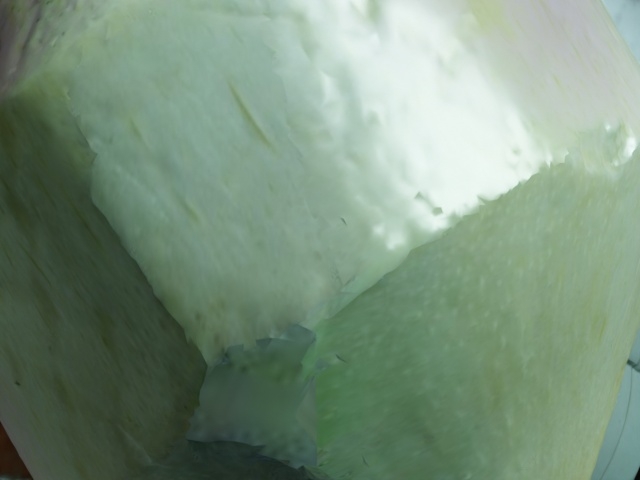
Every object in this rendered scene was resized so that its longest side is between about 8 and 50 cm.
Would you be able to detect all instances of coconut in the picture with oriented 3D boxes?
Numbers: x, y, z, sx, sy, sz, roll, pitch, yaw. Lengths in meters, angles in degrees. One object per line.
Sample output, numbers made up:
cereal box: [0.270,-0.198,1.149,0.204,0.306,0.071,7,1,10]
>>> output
coconut: [0.000,0.000,0.482,0.259,0.259,0.259,-6,102,-29]

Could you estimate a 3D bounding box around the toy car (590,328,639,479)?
toy car: [0.161,0.116,0.673,0.301,0.118,0.193,32,80,-32]
